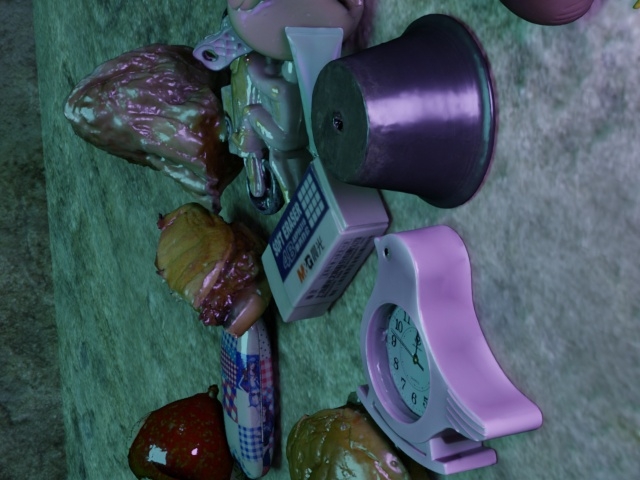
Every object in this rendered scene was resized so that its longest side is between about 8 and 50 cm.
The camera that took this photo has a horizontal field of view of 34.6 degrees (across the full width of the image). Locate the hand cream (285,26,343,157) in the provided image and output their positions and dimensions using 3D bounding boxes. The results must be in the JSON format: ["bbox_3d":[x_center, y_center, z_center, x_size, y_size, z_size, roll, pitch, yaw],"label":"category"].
[{"bbox_3d":[0.001,-0.203,1.408,0.050,0.078,0.205,-72,-19,-45],"label":"hand cream"}]

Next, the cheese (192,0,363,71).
[{"bbox_3d":[-0.073,-0.300,1.410,0.286,0.163,0.082,-19,44,38],"label":"cheese"}]

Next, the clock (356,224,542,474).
[{"bbox_3d":[0.148,0.141,1.235,0.290,0.080,0.275,38,131,54],"label":"clock"}]

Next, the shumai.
[{"bbox_3d":[-0.261,-0.166,1.745,0.267,0.314,0.262,-54,53,39],"label":"shumai"}]

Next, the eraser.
[{"bbox_3d":[0.000,0.000,1.492,0.124,0.081,0.279,68,151,24],"label":"eraser"}]

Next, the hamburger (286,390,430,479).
[{"bbox_3d":[0.048,0.359,1.441,0.265,0.134,0.285,-22,79,66],"label":"hamburger"}]

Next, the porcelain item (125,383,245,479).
[{"bbox_3d":[-0.246,0.388,1.996,0.253,0.253,0.253,29,123,59],"label":"porcelain item"}]

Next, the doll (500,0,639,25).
[{"bbox_3d":[0.231,-0.259,0.951,0.188,0.096,0.145,28,153,26],"label":"doll"}]

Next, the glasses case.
[{"bbox_3d":[-0.131,0.268,1.845,0.125,0.076,0.327,24,119,59],"label":"glasses case"}]

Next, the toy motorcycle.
[{"bbox_3d":[-0.073,-0.210,1.559,0.223,0.108,0.341,-7,92,56],"label":"toy motorcycle"}]

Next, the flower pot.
[{"bbox_3d":[0.082,-0.145,1.210,0.235,0.148,0.235,29,124,57],"label":"flower pot"}]

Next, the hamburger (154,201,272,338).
[{"bbox_3d":[-0.180,0.042,1.768,0.245,0.155,0.282,-16,45,35],"label":"hamburger"}]
